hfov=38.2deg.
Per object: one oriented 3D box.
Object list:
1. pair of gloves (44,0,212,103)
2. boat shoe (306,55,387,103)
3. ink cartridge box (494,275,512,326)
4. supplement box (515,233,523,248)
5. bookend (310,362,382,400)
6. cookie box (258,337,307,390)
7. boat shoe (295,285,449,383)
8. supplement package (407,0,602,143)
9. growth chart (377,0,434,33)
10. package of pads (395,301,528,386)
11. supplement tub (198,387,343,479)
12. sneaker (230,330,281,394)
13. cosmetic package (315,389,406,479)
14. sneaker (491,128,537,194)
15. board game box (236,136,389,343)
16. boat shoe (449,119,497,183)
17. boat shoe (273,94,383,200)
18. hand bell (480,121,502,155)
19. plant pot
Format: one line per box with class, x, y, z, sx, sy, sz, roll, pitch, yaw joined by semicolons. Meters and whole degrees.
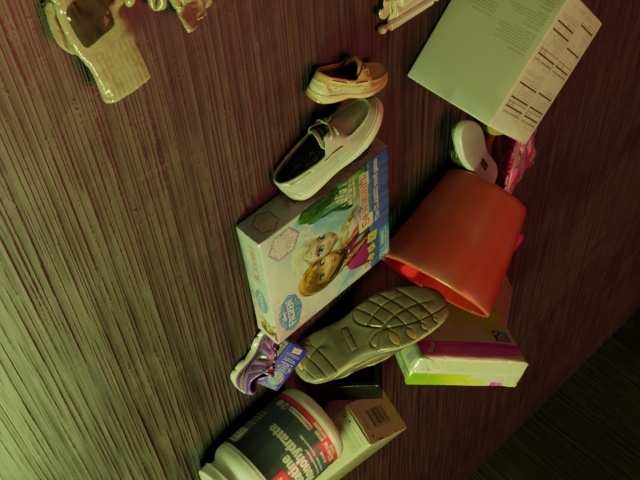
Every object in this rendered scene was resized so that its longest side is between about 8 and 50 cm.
pair of gloves;-0.222;-0.305;1.124;0.240;0.042;0.204;-47;147;-13
boat shoe;0.053;-0.271;1.522;0.170;0.063;0.059;-24;146;-38
ink cartridge box;0.438;0.176;2.446;0.235;0.088;0.193;50;48;-59
supplement box;0.391;-0.016;2.224;0.111;0.114;0.220;-55;149;4
bookend;0.061;0.277;2.102;0.072;0.156;0.157;75;14;-55
cookie box;-0.088;0.252;1.919;0.107;0.040;0.092;-51;150;-1
boat shoe;0.109;0.202;2.007;0.355;0.132;0.130;-23;164;3
supplement package;0.339;-0.350;1.697;0.198;0.199;0.263;9;115;-58
growth chart;0.160;-0.461;1.509;0.172;0.021;0.237;-30;144;-33
package of pads;0.306;0.229;2.163;0.296;0.229;0.101;6;126;-23
supplement tub;-0.103;0.467;1.979;0.272;0.191;0.191;-39;148;-22
sneaker;-0.105;0.235;1.846;0.170;0.071;0.068;-56;150;6
cosmetic package;0.039;0.490;2.181;0.309;0.113;0.160;-44;159;32
sneaker;0.434;-0.177;2.104;0.111;0.103;0.252;-20;141;-30
board game box;0.000;0.000;1.741;0.318;0.066;0.319;-39;148;-22
boat shoe;0.311;-0.186;1.963;0.228;0.076;0.080;40;72;-55
boat shoe;0.011;-0.162;1.554;0.227;0.079;0.081;-46;150;9
hand bell;0.368;-0.228;1.997;0.126;0.126;0.242;-38;159;-23
plant pot;0.301;-0.003;1.993;0.243;0.275;0.275;-60;151;-6
